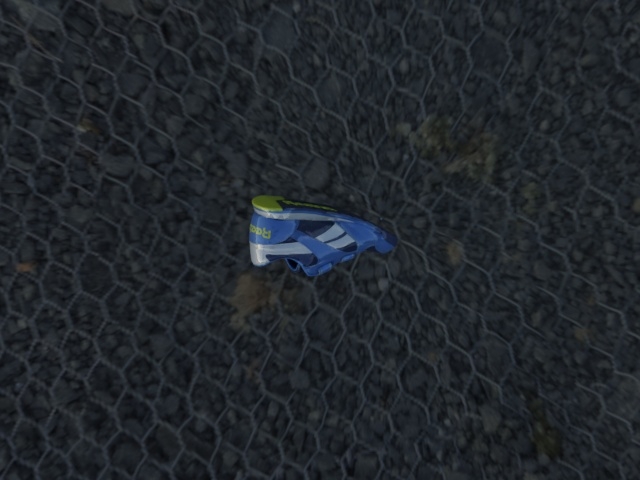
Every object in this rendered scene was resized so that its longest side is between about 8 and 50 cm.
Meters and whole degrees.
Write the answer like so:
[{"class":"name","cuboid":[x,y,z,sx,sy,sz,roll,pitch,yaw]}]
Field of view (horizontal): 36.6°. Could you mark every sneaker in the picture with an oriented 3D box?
[{"class":"sneaker","cuboid":[0.000,0.000,0.821,0.144,0.053,0.059,9,99,-31]}]
